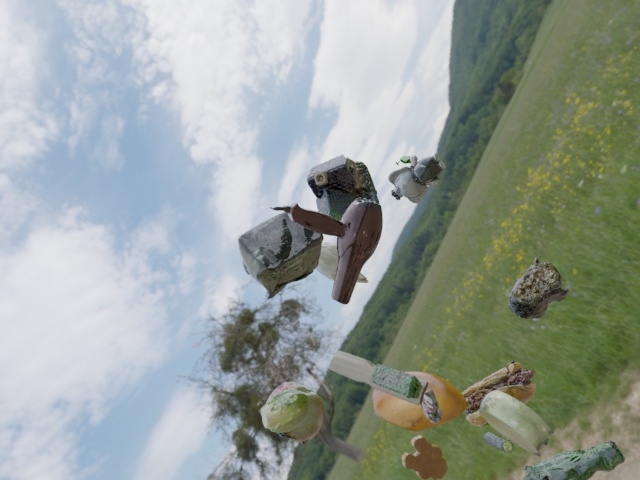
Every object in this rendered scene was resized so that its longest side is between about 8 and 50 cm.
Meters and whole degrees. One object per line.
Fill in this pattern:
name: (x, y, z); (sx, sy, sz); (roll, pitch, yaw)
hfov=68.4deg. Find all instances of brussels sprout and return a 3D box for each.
brussels sprout: (-0.125, 0.625, 1.719); (0.181, 0.143, 0.161); (-15, -4, -14)

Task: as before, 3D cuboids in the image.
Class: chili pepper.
chili pepper: (0.261, 0.393, 1.120); (0.153, 0.041, 0.050); (-53, -53, -83)
chili pepper: (0.578, 0.524, 1.085); (0.224, 0.060, 0.098); (-31, -1, 13)

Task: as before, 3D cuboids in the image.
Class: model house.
model house: (0.081, -0.194, 1.984); (0.284, 0.244, 0.298); (10, -116, -63)

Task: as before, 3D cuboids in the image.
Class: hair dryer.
hair dryer: (0.000, 0.000, 1.320); (0.123, 0.341, 0.312); (33, 104, 64)

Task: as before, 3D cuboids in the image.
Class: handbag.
handbag: (-0.160, 0.061, 1.901); (0.341, 0.247, 0.240); (-32, -28, -31)

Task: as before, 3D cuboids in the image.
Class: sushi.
sushi: (0.732, 0.169, 1.578); (0.213, 0.147, 0.114); (-37, -41, -20)

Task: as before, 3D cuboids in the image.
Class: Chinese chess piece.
Chinese chess piece: (0.644, 0.600, 1.559); (0.092, 0.238, 0.237); (-47, -18, -15)

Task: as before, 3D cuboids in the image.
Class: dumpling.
dumpling: (0.074, 0.110, 2.269); (0.260, 0.342, 0.181); (87, -164, -72)

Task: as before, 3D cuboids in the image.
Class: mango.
mango: (0.348, 0.578, 1.687); (0.199, 0.350, 0.201); (56, -139, -22)

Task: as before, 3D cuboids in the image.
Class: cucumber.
cucumber: (0.795, 0.900, 2.096); (0.058, 0.058, 0.187); (-61, 0, -11)

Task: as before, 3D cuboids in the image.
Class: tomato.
tomato: (-0.124, 0.843, 2.339); (0.238, 0.304, 0.303); (-62, -14, -9)

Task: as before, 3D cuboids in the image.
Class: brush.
brush: (0.113, 0.294, 1.043); (0.048, 0.282, 0.054); (41, -112, -31)

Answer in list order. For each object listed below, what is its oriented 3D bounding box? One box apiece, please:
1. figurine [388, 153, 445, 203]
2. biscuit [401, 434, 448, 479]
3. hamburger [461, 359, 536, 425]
figurine: (0.300, -0.196, 1.489); (0.192, 0.147, 0.126); (-37, 12, 28)
biscuit: (0.428, 0.884, 1.898); (0.144, 0.236, 0.040); (-52, 25, -9)
hamburger: (0.666, 0.595, 1.809); (0.246, 0.155, 0.282); (-7, -38, -30)
